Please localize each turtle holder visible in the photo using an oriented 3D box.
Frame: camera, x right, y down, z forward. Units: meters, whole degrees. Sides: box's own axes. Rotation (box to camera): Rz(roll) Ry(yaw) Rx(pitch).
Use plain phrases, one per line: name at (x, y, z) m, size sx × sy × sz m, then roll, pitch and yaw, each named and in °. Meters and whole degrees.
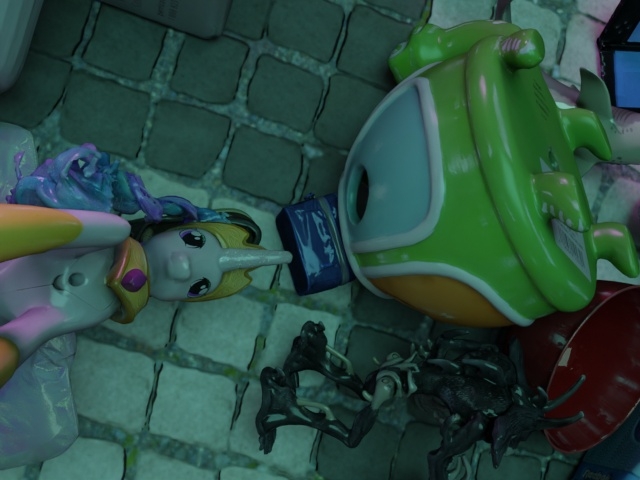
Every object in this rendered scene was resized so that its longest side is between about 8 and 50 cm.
turtle holder at (0.130, -0.073, 0.771) m, size 0.227 × 0.243 × 0.321 m, roll -21°, pitch 84°, yaw 29°

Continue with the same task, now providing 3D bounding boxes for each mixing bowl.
mixing bowl at (0.249, 0.109, 0.830) m, size 0.181 × 0.098 × 0.182 m, roll -17°, pitch 121°, yaw -31°

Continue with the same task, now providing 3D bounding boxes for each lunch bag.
lunch bag at (0.000, 0.000, 0.819) m, size 0.065 × 0.067 × 0.099 m, roll -14°, pitch 84°, yaw -16°

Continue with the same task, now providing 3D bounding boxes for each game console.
game console at (0.398, -0.213, 0.944) m, size 0.143 × 0.124 × 0.085 m, roll -1°, pitch 55°, yaw -14°

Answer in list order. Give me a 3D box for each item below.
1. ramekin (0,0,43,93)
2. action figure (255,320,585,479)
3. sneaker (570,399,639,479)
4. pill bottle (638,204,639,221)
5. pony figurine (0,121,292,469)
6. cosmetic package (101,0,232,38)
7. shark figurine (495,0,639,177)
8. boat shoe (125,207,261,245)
ramekin at (-0.359, -0.213, 0.665) m, size 0.277 × 0.277 × 0.135 m, roll 11°, pitch 87°, yaw -12°
action figure at (0.091, 0.154, 0.752) m, size 0.275 × 0.141 × 0.164 m, roll 6°, pitch 38°, yaw 17°
sneaker at (0.356, 0.298, 0.832) m, size 0.208 × 0.127 × 0.319 m, roll 39°, pitch 84°, yaw -3°
pill bottle at (0.499, 0.033, 0.883) m, size 0.169 × 0.169 × 0.301 m, roll -44°, pitch 92°, yaw -16°
pony figurine at (-0.236, 0.043, 0.603) m, size 0.350 × 0.363 × 0.303 m, roll -8°, pitch 92°, yaw 22°
cosmetic package at (-0.168, -0.456, 0.714) m, size 0.327 × 0.329 × 0.394 m, roll 17°, pitch 78°, yaw -10°
shark figurine at (0.257, -0.172, 0.897) m, size 0.278 × 0.166 × 0.116 m, roll 46°, pitch 41°, yaw -4°
boat shoe at (-0.162, 0.013, 0.773) m, size 0.223 × 0.073 × 0.080 m, roll -13°, pitch 88°, yaw -14°
